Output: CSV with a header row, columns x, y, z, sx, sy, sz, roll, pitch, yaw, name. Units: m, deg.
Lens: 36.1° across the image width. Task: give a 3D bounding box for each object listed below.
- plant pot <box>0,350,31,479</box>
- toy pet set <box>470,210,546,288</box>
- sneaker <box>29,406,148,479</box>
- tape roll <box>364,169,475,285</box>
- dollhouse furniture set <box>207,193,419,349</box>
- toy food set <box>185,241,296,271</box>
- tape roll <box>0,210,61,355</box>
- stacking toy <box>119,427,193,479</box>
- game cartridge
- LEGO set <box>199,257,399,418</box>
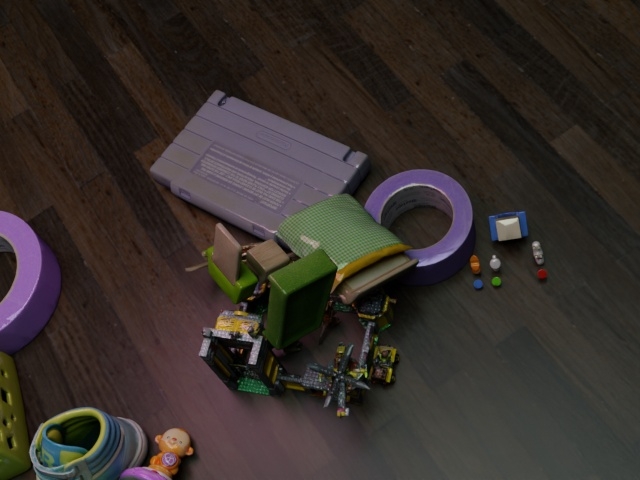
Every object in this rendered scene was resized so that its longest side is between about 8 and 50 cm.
x,y,z,sx,sy,sz,roll,pitch,yaw,name
-0.643,0.294,1.644,0.228,0.207,0.227,-21,60,1,plant pot
0.313,0.013,1.662,0.122,0.065,0.114,-8,96,12,toy pet set
-0.424,0.391,1.540,0.127,0.208,0.319,28,73,24,sneaker
0.170,-0.022,1.689,0.189,0.080,0.189,-5,61,10,tape roll
0.000,0.000,1.527,0.301,0.151,0.197,-27,58,-28,dollhouse furniture set
-0.131,0.018,1.684,0.192,0.132,0.038,-4,100,39,toy food set
-0.625,0.083,1.816,0.274,0.090,0.275,-6,63,11,tape roll
-0.279,0.422,1.543,0.175,0.166,0.302,18,53,11,stacking toy
-0.115,-0.127,1.814,0.355,0.068,0.230,26,71,24,game cartridge
-0.042,0.136,1.591,0.331,0.192,0.255,15,68,20,LEGO set
